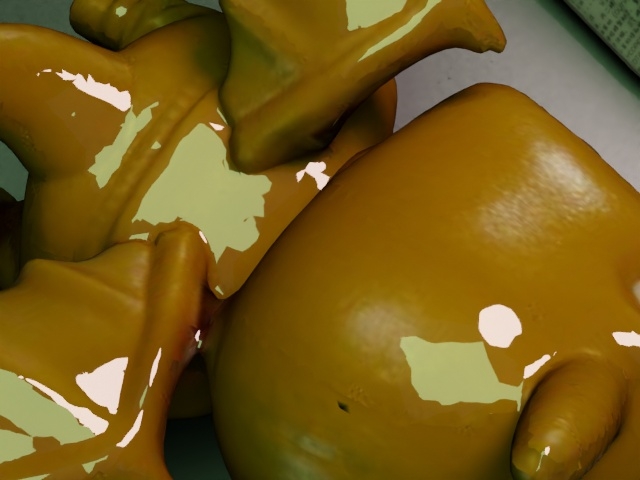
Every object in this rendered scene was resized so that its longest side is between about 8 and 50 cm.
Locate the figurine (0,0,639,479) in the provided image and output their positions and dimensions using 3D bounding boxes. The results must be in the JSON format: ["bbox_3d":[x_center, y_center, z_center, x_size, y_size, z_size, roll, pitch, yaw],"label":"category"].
[{"bbox_3d":[-0.021,0.031,0.812,0.387,0.268,0.401,32,65,25],"label":"figurine"}]

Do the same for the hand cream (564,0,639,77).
[{"bbox_3d":[0.198,-0.104,0.925,0.076,0.121,0.336,-38,76,-28],"label":"hand cream"}]
